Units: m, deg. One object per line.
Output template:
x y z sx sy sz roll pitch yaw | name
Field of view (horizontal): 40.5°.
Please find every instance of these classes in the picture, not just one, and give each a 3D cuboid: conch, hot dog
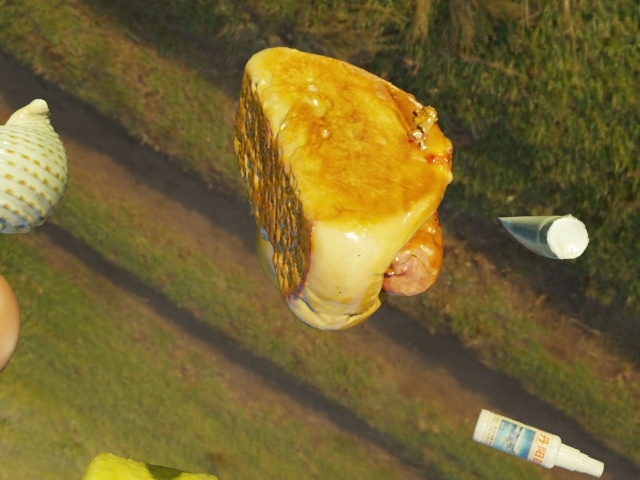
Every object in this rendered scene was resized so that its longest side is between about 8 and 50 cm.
-0.311 -0.058 0.882 0.102 0.153 0.135 41 155 18 | conch
0.026 -0.050 0.736 0.153 0.257 0.150 -2 138 -23 | hot dog

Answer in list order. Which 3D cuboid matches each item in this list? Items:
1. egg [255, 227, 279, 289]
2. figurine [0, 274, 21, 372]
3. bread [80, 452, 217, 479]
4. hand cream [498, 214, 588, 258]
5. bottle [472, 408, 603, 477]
0.000 0.000 1.697 0.250 0.250 0.322 30 170 -6 | egg
-0.446 0.094 0.642 0.276 0.388 0.248 -10 112 24 | figurine
-0.357 0.609 1.764 0.307 0.348 0.348 3 148 -12 | bread
0.273 -0.005 1.066 0.078 0.050 0.205 34 180 -3 | hand cream
0.369 0.348 1.469 0.217 0.060 0.060 17 145 14 | bottle
